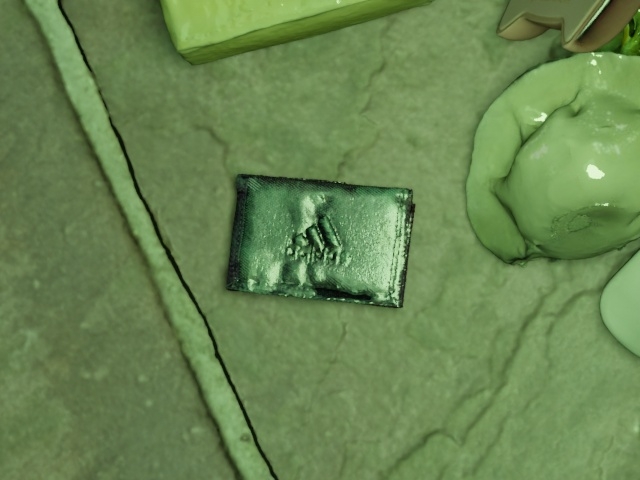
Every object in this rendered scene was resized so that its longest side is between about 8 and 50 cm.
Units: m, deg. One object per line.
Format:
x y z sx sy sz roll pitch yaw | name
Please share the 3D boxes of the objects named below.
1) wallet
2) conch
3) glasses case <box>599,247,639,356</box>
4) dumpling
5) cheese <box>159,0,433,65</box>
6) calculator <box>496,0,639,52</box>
0.000 0.000 1.610 0.166 0.030 0.111 6 85 8 | wallet
0.259 -0.162 1.546 0.089 0.074 0.121 -5 128 10 | conch
0.341 0.005 1.539 0.233 0.059 0.092 -45 81 5 | glasses case
0.219 -0.073 1.519 0.247 0.142 0.172 -26 79 32 | dumpling
-0.041 -0.315 1.575 0.242 0.124 0.265 -13 86 5 | cheese
0.270 -0.302 1.485 0.048 0.220 0.329 28 92 -18 | calculator
